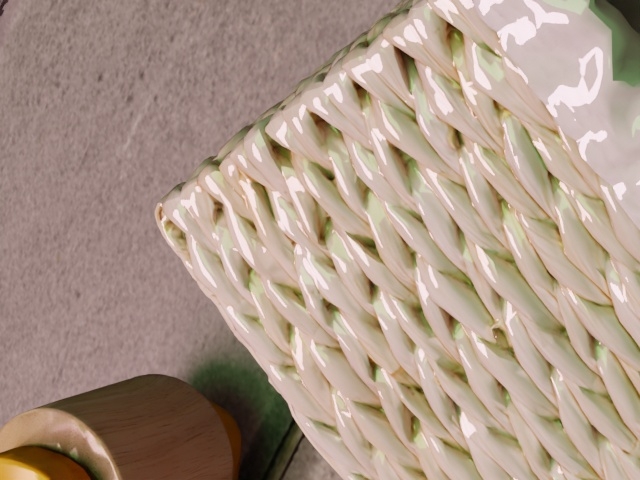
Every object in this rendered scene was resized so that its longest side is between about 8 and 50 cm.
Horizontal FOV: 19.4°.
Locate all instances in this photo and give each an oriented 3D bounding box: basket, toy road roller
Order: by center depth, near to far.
[{"bbox_3d":[0.155,-0.009,0.860,0.266,0.328,0.331,-30,99,40],"label":"basket"},{"bbox_3d":[-0.094,0.271,1.229,0.241,0.202,0.329,12,103,28],"label":"toy road roller"}]
